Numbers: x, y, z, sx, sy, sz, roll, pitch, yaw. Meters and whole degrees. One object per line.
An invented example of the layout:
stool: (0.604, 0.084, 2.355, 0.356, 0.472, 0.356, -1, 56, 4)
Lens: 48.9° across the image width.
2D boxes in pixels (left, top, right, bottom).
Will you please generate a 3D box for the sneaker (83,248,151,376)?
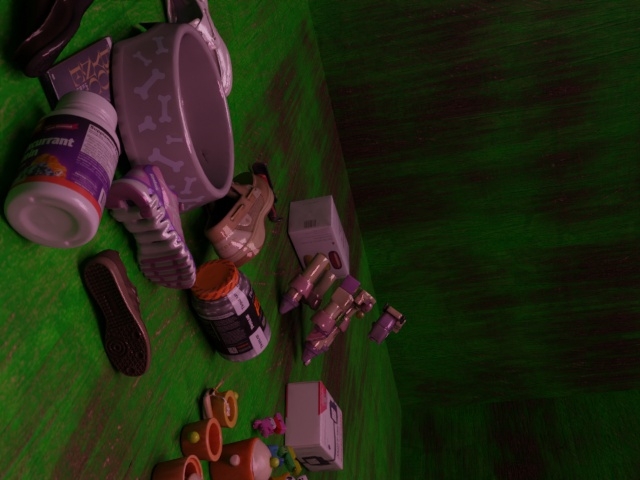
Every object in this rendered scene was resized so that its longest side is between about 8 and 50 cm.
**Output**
sneaker: (-0.277, 0.101, 1.010, 0.071, 0.066, 0.189, -69, 149, -68)

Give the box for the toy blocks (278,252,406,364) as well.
toy blocks: (0.037, 0.240, 1.949, 0.260, 0.309, 0.288, -52, 165, -8)

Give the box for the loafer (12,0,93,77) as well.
loafer: (-0.359, -0.297, 0.923, 0.078, 0.080, 0.220, 34, 39, -28)

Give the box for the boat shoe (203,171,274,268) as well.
boat shoe: (-0.175, -0.074, 1.464, 0.110, 0.121, 0.341, 50, 14, -25)

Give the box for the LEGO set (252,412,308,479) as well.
LEGO set: (-0.105, 0.482, 1.498, 0.227, 0.093, 0.087, 57, -48, 49)

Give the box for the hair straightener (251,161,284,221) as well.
hair straightener: (-0.133, -0.131, 1.868, 0.230, 0.047, 0.089, 66, 20, -53)

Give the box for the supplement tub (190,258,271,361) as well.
supplement tub: (-0.174, 0.133, 1.344, 0.117, 0.116, 0.190, -85, 162, -47)

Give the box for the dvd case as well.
dvd case: (-0.335, -0.203, 1.061, 0.221, 0.018, 0.165, -76, 156, -61)

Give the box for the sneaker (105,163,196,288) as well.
sneaker: (-0.253, -0.025, 1.121, 0.105, 0.095, 0.237, -76, 155, -47)

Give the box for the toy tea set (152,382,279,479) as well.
toy tea set: (-0.162, 0.387, 1.209, 0.336, 0.124, 0.200, -52, 132, -74)

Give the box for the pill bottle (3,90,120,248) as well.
pill bottle: (-0.313, -0.095, 0.880, 0.108, 0.108, 0.194, 68, 18, -48)

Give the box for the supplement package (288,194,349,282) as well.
supplement package: (0.000, 0.000, 2.176, 0.244, 0.138, 0.134, 68, 17, -45)

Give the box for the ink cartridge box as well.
ink cartridge box: (-0.014, 0.498, 1.872, 0.237, 0.100, 0.172, 64, 22, -54)

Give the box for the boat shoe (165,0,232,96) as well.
boat shoe: (-0.256, -0.411, 1.397, 0.096, 0.098, 0.277, -38, 110, -76)

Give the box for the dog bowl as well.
dog bowl: (-0.244, -0.219, 1.244, 0.349, 0.102, 0.349, -9, 90, -81)
